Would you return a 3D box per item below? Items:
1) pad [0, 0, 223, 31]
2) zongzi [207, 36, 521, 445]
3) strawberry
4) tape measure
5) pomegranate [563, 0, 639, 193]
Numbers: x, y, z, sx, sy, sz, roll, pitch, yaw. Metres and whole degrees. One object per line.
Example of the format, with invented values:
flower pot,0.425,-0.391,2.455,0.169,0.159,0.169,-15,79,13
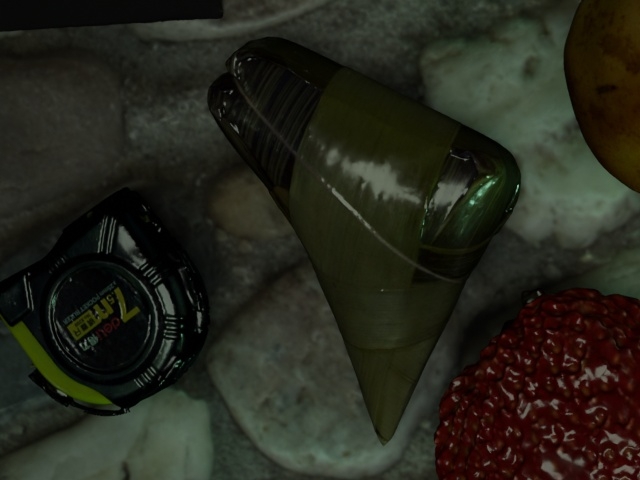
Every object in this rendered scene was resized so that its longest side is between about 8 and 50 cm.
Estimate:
pad,-0.251,-0.294,1.667,0.299,0.005,0.202,-3,118,9
zongzi,0.000,0.000,1.637,0.289,0.154,0.318,27,106,12
strawberry,0.226,0.187,1.575,0.261,0.257,0.261,4,105,13
tape measure,-0.201,0.071,1.691,0.199,0.112,0.186,-37,84,17
pomegranate,0.345,-0.157,1.507,0.264,0.264,0.264,1,98,9
